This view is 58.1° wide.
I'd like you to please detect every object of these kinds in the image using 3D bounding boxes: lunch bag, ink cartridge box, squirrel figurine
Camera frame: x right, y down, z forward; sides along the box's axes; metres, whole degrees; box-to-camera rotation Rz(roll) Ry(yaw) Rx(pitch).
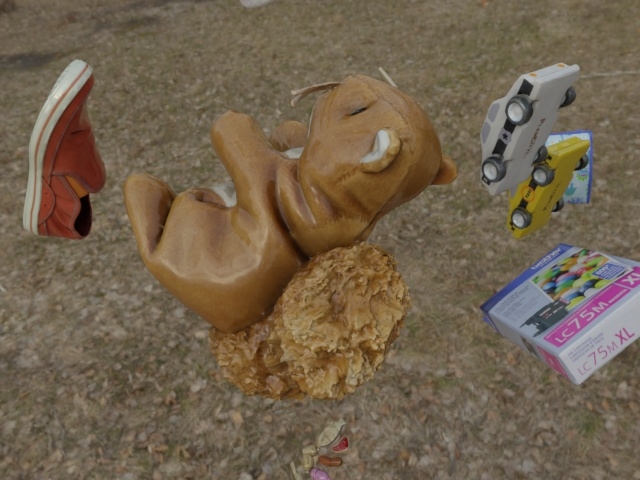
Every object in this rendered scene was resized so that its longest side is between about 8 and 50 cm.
[{"bbox_3d":[0.499,-0.157,1.218,0.128,0.151,0.096,-5,33,8],"label":"lunch bag"},{"bbox_3d":[0.367,0.092,0.881,0.185,0.065,0.311,-37,8,-1],"label":"ink cartridge box"},{"bbox_3d":[0.000,0.000,0.724,0.370,0.281,0.397,-28,66,25],"label":"squirrel figurine"}]

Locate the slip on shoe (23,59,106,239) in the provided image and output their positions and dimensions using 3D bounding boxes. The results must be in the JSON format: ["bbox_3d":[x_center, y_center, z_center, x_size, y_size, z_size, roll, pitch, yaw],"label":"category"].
[{"bbox_3d":[-0.358,-0.117,0.834,0.101,0.331,0.123,18,45,-16],"label":"slip on shoe"}]

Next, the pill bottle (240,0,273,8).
[{"bbox_3d":[-0.174,-0.689,1.267,0.169,0.301,0.169,-19,40,17],"label":"pill bottle"}]

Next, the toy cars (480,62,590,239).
[{"bbox_3d":[0.310,-0.130,0.868,0.176,0.393,0.087,-46,58,7],"label":"toy cars"}]

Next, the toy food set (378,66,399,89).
[{"bbox_3d":[0.139,-0.231,1.113,0.038,0.192,0.132,-33,67,-2],"label":"toy food set"}]

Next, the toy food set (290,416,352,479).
[{"bbox_3d":[0.009,0.363,0.965,0.122,0.019,0.078,-40,41,6],"label":"toy food set"}]
